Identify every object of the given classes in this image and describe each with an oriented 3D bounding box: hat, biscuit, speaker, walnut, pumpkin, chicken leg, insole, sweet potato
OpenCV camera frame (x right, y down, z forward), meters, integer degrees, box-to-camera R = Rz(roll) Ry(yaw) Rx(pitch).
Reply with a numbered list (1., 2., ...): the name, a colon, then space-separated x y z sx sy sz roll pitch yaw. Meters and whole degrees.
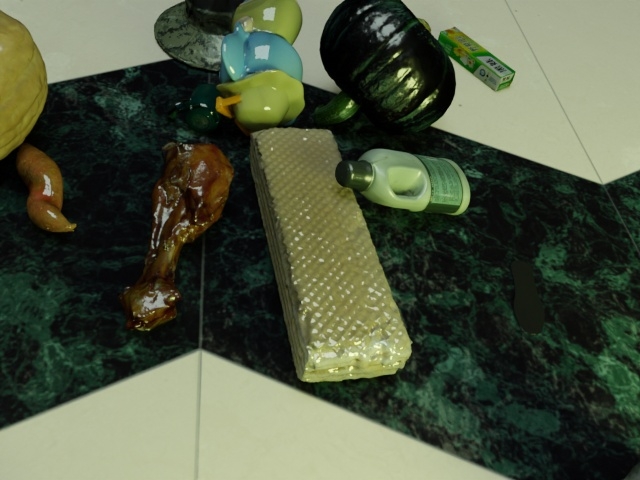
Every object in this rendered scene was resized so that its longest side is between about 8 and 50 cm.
1. hat: -0.185 -0.435 1.310 0.265 0.128 0.266 5 43 -5
2. biscuit: 0.000 0.000 0.963 0.143 0.079 0.426 -3 48 -14
3. speaker: -0.204 -0.218 1.144 0.094 0.060 0.075 10 45 0
4. walnut: -0.504 -0.213 0.976 0.224 0.225 0.261 13 55 2
5. pumpkin: 0.087 -0.267 1.160 0.247 0.248 0.248 5 46 -5
6. chicken leg: -0.197 -0.010 0.941 0.113 0.093 0.305 2 52 16
7. insole: 0.290 0.079 0.993 0.044 0.002 0.135 8 46 -4
8. sweet potato: -0.391 -0.082 0.985 0.055 0.058 0.202 -7 46 -31

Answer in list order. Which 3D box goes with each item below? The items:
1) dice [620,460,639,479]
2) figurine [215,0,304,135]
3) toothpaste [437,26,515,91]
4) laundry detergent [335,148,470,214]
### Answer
1. dice: 0.386 0.289 0.687 0.182 0.182 0.183 -21 56 -27
2. figurine: -0.087 -0.293 1.156 0.153 0.180 0.262 10 54 7
3. toothpaste: 0.304 -0.360 1.387 0.043 0.037 0.178 -22 54 -29
4. laundry detergent: 0.116 -0.087 1.020 0.225 0.070 0.099 3 57 -39
